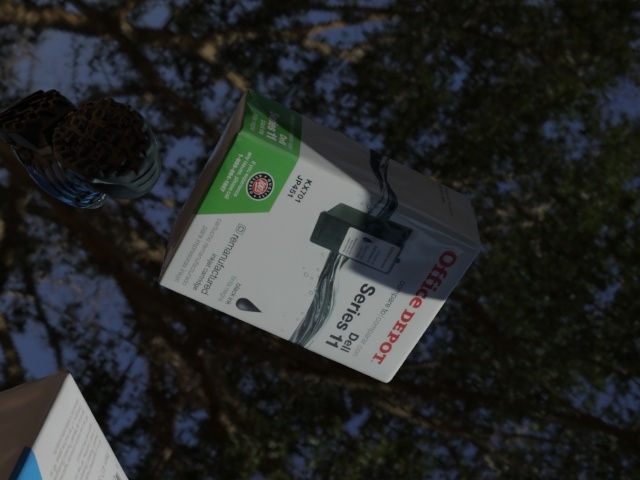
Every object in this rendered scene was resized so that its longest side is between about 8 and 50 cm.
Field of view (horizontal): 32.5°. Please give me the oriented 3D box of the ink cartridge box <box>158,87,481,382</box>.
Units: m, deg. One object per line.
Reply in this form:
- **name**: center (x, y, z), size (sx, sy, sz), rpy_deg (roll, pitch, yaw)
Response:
- **ink cartridge box**: center (0.000, 0.000, 0.864), size (0.153, 0.208, 0.087), rpy_deg (-60, -166, 26)

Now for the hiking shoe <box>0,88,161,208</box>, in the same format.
- **hiking shoe**: center (-0.272, -0.096, 1.324), size (0.113, 0.132, 0.304), rpy_deg (-40, -142, -21)

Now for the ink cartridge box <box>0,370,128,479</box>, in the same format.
- **ink cartridge box**: center (-0.113, 0.175, 0.465), size (0.082, 0.190, 0.139), rpy_deg (-18, -159, 9)
